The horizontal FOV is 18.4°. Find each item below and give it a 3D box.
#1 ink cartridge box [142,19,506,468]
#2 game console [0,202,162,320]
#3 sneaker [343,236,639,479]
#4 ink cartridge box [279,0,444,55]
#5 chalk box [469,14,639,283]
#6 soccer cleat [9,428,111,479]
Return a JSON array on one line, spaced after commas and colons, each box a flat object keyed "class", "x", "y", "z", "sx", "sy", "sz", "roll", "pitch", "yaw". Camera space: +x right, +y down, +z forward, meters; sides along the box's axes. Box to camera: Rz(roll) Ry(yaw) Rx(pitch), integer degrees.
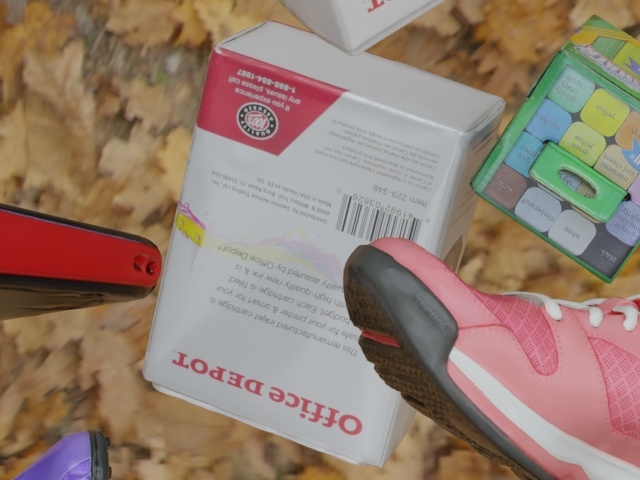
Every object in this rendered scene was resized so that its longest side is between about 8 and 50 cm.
[{"class": "ink cartridge box", "x": 0.000, "y": 0.000, "z": 1.634, "sx": 0.226, "sy": 0.131, "sz": 0.306, "roll": 20, "pitch": 115, "yaw": 13}, {"class": "game console", "x": -0.329, "y": 0.015, "z": 1.025, "sx": 0.342, "sy": 0.386, "sz": 0.060, "roll": 7, "pitch": 77, "yaw": -53}, {"class": "sneaker", "x": 0.146, "y": 0.069, "z": 0.977, "sx": 0.314, "sy": 0.116, "sz": 0.136, "roll": 36, "pitch": 83, "yaw": -22}, {"class": "ink cartridge box", "x": 0.030, "y": -0.233, "z": 1.063, "sx": 0.158, "sy": 0.092, "sz": 0.218, "roll": -33, "pitch": 134, "yaw": -13}, {"class": "chalk box", "x": 0.207, "y": -0.068, "z": 1.477, "sx": 0.132, "sy": 0.213, "sz": 0.132, "roll": 35, "pitch": 111, "yaw": 4}, {"class": "soccer cleat", "x": -0.246, "y": 0.240, "z": 1.510, "sx": 0.116, "sy": 0.318, "sz": 0.109, "roll": 14, "pitch": 52, "yaw": -19}]
